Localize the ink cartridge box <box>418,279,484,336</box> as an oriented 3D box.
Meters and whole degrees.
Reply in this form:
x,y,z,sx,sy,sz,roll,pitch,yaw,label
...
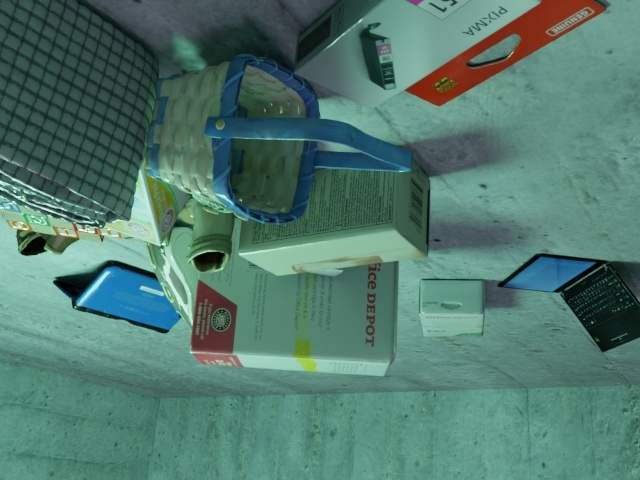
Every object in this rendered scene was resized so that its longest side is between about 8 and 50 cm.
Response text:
x,y,z,sx,sy,sz,roll,pitch,yaw,label
0.325,0.170,1.776,0.154,0.093,0.212,-1,160,11,ink cartridge box

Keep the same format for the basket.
x,y,z,sx,sy,sz,roll,pitch,yaw,label
-0.051,-0.121,0.915,0.289,0.201,0.255,2,176,28,basket

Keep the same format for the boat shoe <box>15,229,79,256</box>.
x,y,z,sx,sy,sz,roll,pitch,yaw,label
-0.517,-0.014,1.449,0.258,0.095,0.095,-12,154,36,boat shoe

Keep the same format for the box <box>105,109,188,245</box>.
x,y,z,sx,sy,sz,roll,pitch,yaw,label
-0.278,-0.098,1.073,0.114,0.103,0.203,18,148,8,box

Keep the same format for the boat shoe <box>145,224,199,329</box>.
x,y,z,sx,sy,sz,roll,pitch,yaw,label
-0.291,0.091,1.559,0.091,0.109,0.305,11,134,29,boat shoe

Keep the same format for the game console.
x,y,z,sx,sy,sz,roll,pitch,yaw,label
-0.515,0.128,1.917,0.293,0.173,0.250,24,120,-43,game console

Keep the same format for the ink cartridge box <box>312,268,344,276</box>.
x,y,z,sx,sy,sz,roll,pitch,yaw,label
0.000,0.000,1.351,0.089,0.122,0.052,11,158,-16,ink cartridge box

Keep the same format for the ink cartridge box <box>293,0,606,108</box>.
x,y,z,sx,sy,sz,roll,pitch,yaw,label
0.141,-0.228,0.826,0.239,0.060,0.275,19,155,-30,ink cartridge box

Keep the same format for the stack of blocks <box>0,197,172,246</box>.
x,y,z,sx,sy,sz,roll,pitch,yaw,label
-0.410,-0.068,1.279,0.297,0.087,0.171,9,157,-5,stack of blocks

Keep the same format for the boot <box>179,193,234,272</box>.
x,y,z,sx,sy,sz,roll,pitch,yaw,label
-0.206,-0.021,1.277,0.077,0.165,0.213,16,157,-28,boot

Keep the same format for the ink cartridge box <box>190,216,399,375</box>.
x,y,z,sx,sy,sz,roll,pitch,yaw,label
-0.044,0.115,1.439,0.385,0.279,0.160,4,160,2,ink cartridge box

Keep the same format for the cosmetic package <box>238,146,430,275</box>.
x,y,z,sx,sy,sz,roll,pitch,yaw,label
0.024,-0.040,1.207,0.296,0.153,0.129,-7,155,30,cosmetic package

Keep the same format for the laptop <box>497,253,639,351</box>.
x,y,z,sx,sy,sz,roll,pitch,yaw,label
0.561,0.144,1.599,0.137,0.264,0.234,-29,166,-16,laptop

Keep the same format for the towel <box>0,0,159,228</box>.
x,y,z,sx,sy,sz,roll,pitch,yaw,label
-0.339,-0.164,0.844,0.121,0.234,0.284,-6,157,39,towel
